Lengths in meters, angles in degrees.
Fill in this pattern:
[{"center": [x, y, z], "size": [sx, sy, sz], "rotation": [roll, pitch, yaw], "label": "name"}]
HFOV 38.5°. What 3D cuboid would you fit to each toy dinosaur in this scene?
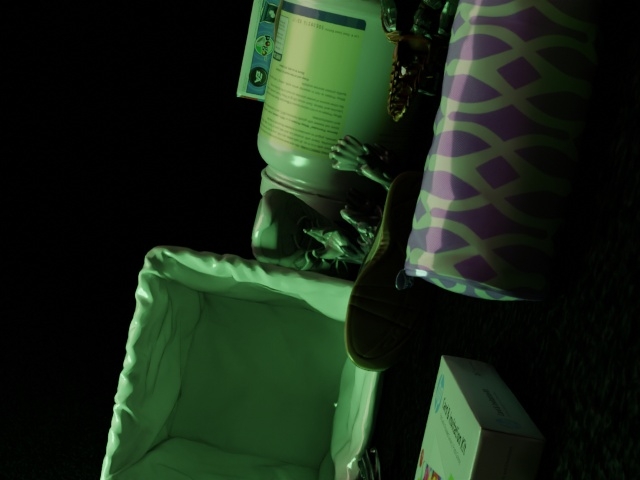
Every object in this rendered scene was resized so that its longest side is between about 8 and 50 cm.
[{"center": [0.128, -0.289, 1.068], "size": [0.218, 0.164, 0.322], "rotation": [73, -174, -61], "label": "toy dinosaur"}]

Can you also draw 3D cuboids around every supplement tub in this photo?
[{"center": [0.035, -0.210, 1.371], "size": [0.235, 0.235, 0.325], "rotation": [-83, 5, -74], "label": "supplement tub"}]

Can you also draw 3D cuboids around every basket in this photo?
[{"center": [-0.089, 0.196, 1.255], "size": [0.266, 0.328, 0.331], "rotation": [85, -164, -87], "label": "basket"}]

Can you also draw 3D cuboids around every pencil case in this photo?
[{"center": [0.106, -0.064, 0.506], "size": [0.088, 0.086, 0.206], "rotation": [8, -84, -64], "label": "pencil case"}]

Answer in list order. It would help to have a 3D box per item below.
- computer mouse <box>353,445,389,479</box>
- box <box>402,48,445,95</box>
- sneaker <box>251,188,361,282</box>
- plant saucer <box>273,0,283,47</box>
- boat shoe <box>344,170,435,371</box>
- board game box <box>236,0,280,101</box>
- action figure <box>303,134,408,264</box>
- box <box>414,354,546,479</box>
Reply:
[{"center": [0.020, 0.359, 0.906], "size": [0.188, 0.072, 0.272], "rotation": [-76, 11, -69], "label": "computer mouse"}, {"center": [0.133, -0.238, 1.201], "size": [0.018, 0.067, 0.083], "rotation": [12, 90, 47], "label": "box"}, {"center": [0.000, 0.000, 1.260], "size": [0.281, 0.115, 0.105], "rotation": [28, -107, -63], "label": "sneaker"}, {"center": [0.053, -0.341, 1.513], "size": [0.041, 0.278, 0.278], "rotation": [-17, -59, -65], "label": "plant saucer"}, {"center": [0.079, 0.037, 0.941], "size": [0.073, 0.080, 0.223], "rotation": [91, -166, -64], "label": "boat shoe"}, {"center": [0.030, -0.376, 1.614], "size": [0.086, 0.302, 0.308], "rotation": [-83, 5, -79], "label": "board game box"}, {"center": [0.056, -0.036, 1.134], "size": [0.276, 0.141, 0.164], "rotation": [-77, 10, -74], "label": "action figure"}, {"center": [0.077, 0.175, 0.529], "size": [0.145, 0.038, 0.186], "rotation": [-90, 12, -82], "label": "box"}]
